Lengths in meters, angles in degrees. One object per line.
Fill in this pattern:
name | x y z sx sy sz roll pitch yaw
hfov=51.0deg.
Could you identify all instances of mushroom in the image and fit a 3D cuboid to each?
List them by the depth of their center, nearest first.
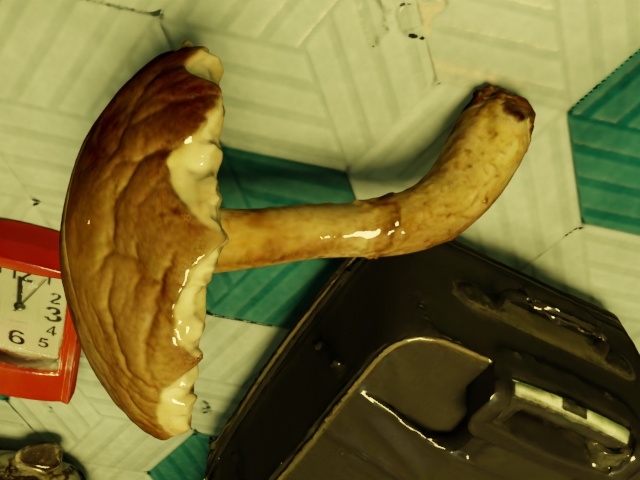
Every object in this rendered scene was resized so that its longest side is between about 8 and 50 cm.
mushroom | -0.017 -0.007 0.400 0.301 0.233 0.208 -8 164 16

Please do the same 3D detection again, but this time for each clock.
clock | -0.257 0.060 0.577 0.113 0.061 0.155 15 122 -9

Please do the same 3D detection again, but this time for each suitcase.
suitcase | 0.071 0.197 0.579 0.283 0.194 0.434 24 124 -15

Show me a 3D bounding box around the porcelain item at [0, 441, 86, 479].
porcelain item | -0.385 0.272 0.708 0.287 0.138 0.186 20 142 -18
